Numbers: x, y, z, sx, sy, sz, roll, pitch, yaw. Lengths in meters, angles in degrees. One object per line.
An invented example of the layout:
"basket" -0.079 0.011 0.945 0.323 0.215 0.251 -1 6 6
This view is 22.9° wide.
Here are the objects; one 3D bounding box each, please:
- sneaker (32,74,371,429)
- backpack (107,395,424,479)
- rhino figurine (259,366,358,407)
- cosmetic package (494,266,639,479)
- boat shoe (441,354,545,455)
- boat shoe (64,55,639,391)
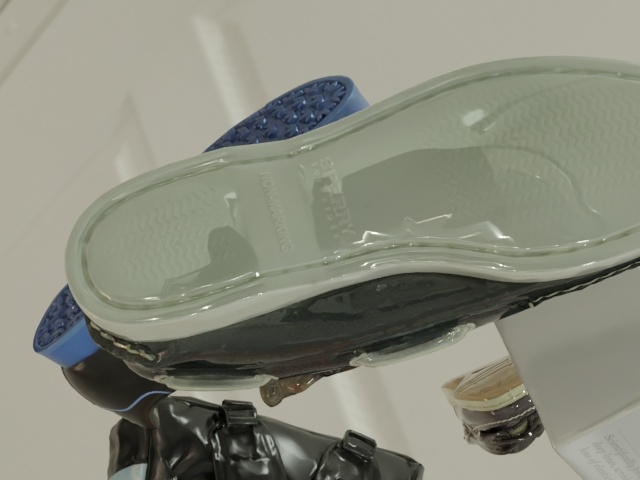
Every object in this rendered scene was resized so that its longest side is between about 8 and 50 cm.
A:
"sneaker" -0.048 0.010 0.866 0.090 0.232 0.081 43 16 -26
"backpack" -0.067 0.346 1.292 0.290 0.273 0.356 15 47 -25
"rhino figurine" 0.000 0.000 1.134 0.073 0.106 0.243 54 25 -42
"cosmetic package" 0.139 0.031 0.847 0.117 0.085 0.231 46 17 -43
"boat shoe" 0.188 0.171 1.606 0.092 0.102 0.285 64 -7 3
"boat shoe" 0.040 -0.004 0.717 0.091 0.302 0.114 72 11 -59
